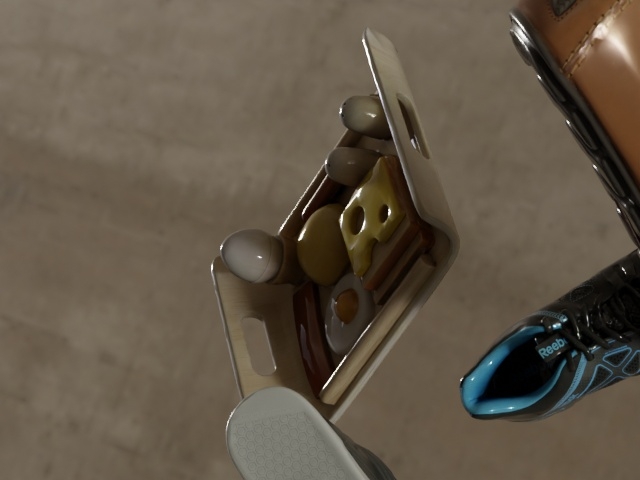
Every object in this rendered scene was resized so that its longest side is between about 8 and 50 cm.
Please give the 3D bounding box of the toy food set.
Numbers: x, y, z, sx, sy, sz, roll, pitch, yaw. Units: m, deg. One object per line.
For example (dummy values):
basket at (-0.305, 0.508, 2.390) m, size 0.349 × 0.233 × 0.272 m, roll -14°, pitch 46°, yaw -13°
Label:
toy food set at (0.000, 0.000, 1.612) m, size 0.092 × 0.306 × 0.220 m, roll 10°, pitch 43°, yaw -27°

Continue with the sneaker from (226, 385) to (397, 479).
sneaker at (0.045, 0.244, 1.407) m, size 0.296 × 0.104 × 0.147 m, roll 56°, pitch 8°, yaw 27°

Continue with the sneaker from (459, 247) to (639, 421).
sneaker at (0.294, 0.097, 1.936) m, size 0.125 × 0.341 × 0.139 m, roll 59°, pitch 25°, yaw 13°

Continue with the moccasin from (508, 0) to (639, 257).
moccasin at (0.261, -0.035, 1.190) m, size 0.380 × 0.147 × 0.139 m, roll 56°, pitch 5°, yaw -22°
